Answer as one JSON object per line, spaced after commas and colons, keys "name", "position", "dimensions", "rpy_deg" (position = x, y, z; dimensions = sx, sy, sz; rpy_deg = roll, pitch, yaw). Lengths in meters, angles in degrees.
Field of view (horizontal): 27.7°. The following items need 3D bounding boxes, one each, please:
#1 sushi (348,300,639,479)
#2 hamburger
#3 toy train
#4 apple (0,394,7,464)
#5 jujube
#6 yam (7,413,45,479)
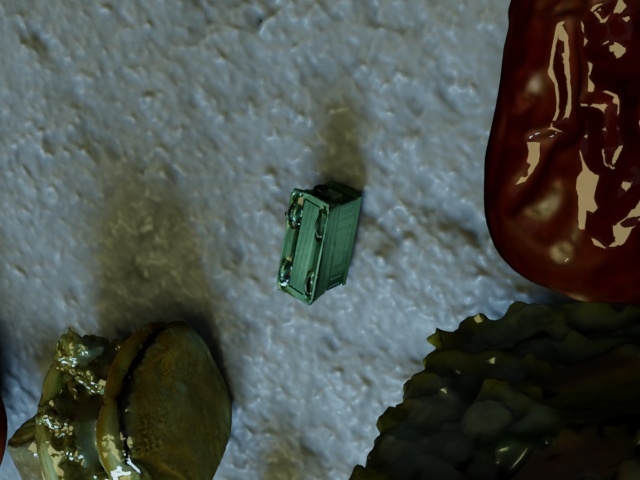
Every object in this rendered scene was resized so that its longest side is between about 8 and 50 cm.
{"name": "sushi", "position": [0.216, 0.173, 0.756], "dimensions": [0.351, 0.396, 0.240], "rpy_deg": [-10, 103, 20]}
{"name": "hamburger", "position": [-0.163, 0.140, 1.035], "dimensions": [0.131, 0.159, 0.185], "rpy_deg": [-4, 128, 27]}
{"name": "toy train", "position": [0.000, 0.000, 0.966], "dimensions": [0.038, 0.056, 0.093], "rpy_deg": [26, 120, 31]}
{"name": "apple", "position": [-0.400, 0.162, 1.094], "dimensions": [0.242, 0.241, 0.242], "rpy_deg": [10, 115, 22]}
{"name": "jujube", "position": [0.179, -0.075, 0.809], "dimensions": [0.155, 0.155, 0.230], "rpy_deg": [5, 109, 21]}
{"name": "yam", "position": [-0.178, 0.310, 1.155], "dimensions": [0.081, 0.081, 0.356], "rpy_deg": [-15, 104, 27]}
